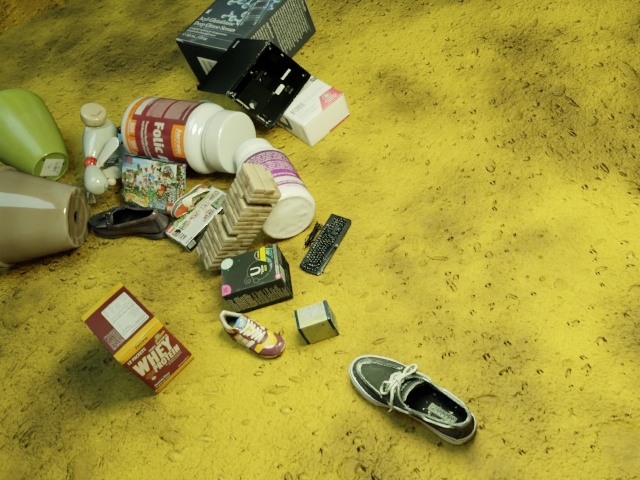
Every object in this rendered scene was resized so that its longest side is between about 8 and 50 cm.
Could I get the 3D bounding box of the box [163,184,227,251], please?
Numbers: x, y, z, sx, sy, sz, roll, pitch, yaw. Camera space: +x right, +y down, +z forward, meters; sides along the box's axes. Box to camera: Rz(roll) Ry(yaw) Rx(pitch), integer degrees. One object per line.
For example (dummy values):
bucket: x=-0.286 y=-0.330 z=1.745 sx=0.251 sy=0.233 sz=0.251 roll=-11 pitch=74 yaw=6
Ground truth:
box: x=-0.360 y=-0.069 z=1.833 sx=0.114 sy=0.036 sz=0.207 roll=28 pitch=68 yaw=35

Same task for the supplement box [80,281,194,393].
supplement box: x=-0.453 y=0.243 z=1.524 sx=0.129 sy=0.191 sz=0.194 roll=-45 pitch=51 yaw=-16

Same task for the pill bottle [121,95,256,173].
pill bottle: x=-0.416 y=-0.330 z=1.934 sx=0.392 sy=0.224 sz=0.224 roll=12 pitch=59 yaw=28

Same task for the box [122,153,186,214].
box: x=-0.522 y=-0.175 z=1.904 sx=0.233 sy=0.159 sz=0.044 roll=13 pitch=17 yaw=28

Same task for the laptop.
laptop: x=-0.211 y=-0.500 z=1.926 sx=0.234 sy=0.264 sz=0.136 roll=-57 pitch=12 yaw=-15

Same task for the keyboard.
keyboard: x=0.000 y=0.000 z=1.645 sx=0.100 sy=0.038 sz=0.192 roll=15 pitch=60 yaw=30

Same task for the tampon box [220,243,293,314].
tampon box: x=-0.166 y=0.101 z=1.586 sx=0.161 sy=0.101 sz=0.120 roll=-18 pitch=49 yaw=7

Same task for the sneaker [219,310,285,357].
sneaker: x=-0.173 y=0.228 z=1.501 sx=0.186 sy=0.084 sz=0.069 roll=16 pitch=61 yaw=30

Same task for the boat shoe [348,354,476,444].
boat shoe: x=0.181 y=0.319 z=1.285 sx=0.306 sy=0.105 sz=0.113 roll=30 pitch=69 yaw=35

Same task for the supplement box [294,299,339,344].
supplement box: x=-0.009 y=0.197 z=1.464 sx=0.083 sy=0.083 sz=0.056 roll=-19 pitch=50 yaw=7

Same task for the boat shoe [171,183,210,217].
boat shoe: x=-0.388 y=-0.115 z=1.825 sx=0.043 sy=0.049 sz=0.137 roll=29 pitch=63 yaw=33

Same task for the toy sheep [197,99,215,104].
toy sheep: x=-0.392 y=-0.437 z=2.088 sx=0.091 sy=0.132 sz=0.091 roll=3 pitch=97 yaw=28

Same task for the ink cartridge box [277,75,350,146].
ink cartridge box: x=-0.052 y=-0.430 z=1.955 sx=0.172 sy=0.100 sz=0.237 roll=-41 pitch=52 yaw=-13

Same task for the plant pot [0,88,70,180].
plant pot: x=-1.034 y=-0.346 z=2.178 sx=0.275 sy=0.274 sz=0.293 roll=-43 pitch=67 yaw=-14

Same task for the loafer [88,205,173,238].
loafer: x=-0.598 y=-0.070 z=1.884 sx=0.303 sy=0.095 sz=0.109 roll=4 pitch=55 yaw=23

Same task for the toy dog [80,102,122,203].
toy dog: x=-0.698 y=-0.292 z=2.009 sx=0.161 sy=0.220 sz=0.333 roll=-5 pitch=75 yaw=-18

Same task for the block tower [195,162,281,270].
block tower: x=-0.218 y=-0.048 z=1.602 sx=0.091 sy=0.335 sz=0.097 roll=0 pitch=51 yaw=-39

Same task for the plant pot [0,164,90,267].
plant pot: x=-0.887 y=-0.072 z=1.886 sx=0.281 sy=0.323 sz=0.323 roll=1 pitch=53 yaw=1

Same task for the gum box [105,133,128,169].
gum box: x=-0.654 y=-0.332 z=2.143 sx=0.157 sy=0.041 sz=0.184 roll=-7 pitch=52 yaw=16

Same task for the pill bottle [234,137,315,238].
pill bottle: x=-0.142 y=-0.159 z=1.734 sx=0.169 sy=0.169 sz=0.301 roll=-29 pitch=50 yaw=-2

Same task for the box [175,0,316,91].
box: x=-0.261 y=-0.743 z=2.204 sx=0.294 sy=0.212 sz=0.395 roll=22 pitch=63 yaw=33
